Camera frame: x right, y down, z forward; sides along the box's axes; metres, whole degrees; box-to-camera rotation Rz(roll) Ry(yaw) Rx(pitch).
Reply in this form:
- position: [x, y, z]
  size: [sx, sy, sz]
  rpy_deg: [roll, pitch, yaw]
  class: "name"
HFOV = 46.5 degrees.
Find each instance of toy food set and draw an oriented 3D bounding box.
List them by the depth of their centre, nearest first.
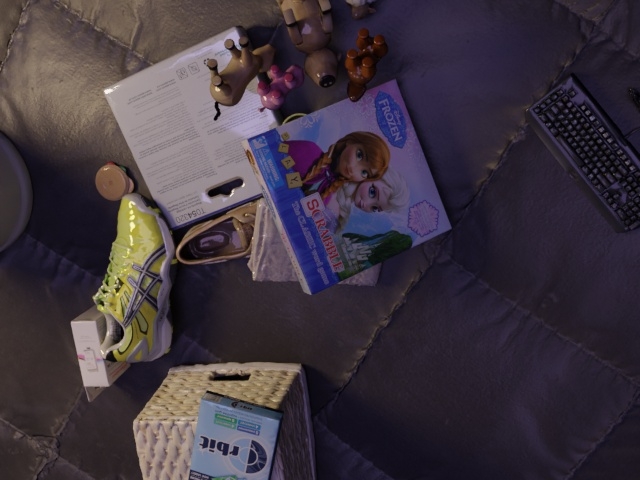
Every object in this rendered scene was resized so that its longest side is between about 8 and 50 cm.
- position: [-0.457, -0.129, 1.641]
  size: [0.083, 0.020, 0.082]
  rpy_deg: [-29, 96, 18]
  class: "toy food set"

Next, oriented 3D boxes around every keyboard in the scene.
- position: [0.556, -0.179, 1.397]
  size: [0.201, 0.033, 0.317]
  rpy_deg: [-39, 94, 19]
  class: "keyboard"

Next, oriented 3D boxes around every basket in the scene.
- position: [-0.198, 0.467, 1.615]
  size: [0.328, 0.266, 0.331]
  rpy_deg: [-3, 105, 12]
  class: "basket"

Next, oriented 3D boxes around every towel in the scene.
- position: [0.000, 0.000, 1.507]
  size: [0.282, 0.049, 0.187]
  rpy_deg: [4, 111, -17]
  class: "towel"

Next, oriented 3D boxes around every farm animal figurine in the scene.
- position: [-0.040, -0.370, 1.390]
  size: [0.330, 0.172, 0.327]
  rpy_deg: [-2, 76, 5]
  class: "farm animal figurine"

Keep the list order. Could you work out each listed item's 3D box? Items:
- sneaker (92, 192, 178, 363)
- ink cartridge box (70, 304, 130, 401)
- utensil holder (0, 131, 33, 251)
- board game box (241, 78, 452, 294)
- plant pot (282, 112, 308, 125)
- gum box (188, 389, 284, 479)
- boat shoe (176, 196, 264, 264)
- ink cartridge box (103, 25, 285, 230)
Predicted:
- position: [-0.403, 0.091, 1.600]
  size: [0.145, 0.147, 0.384]
  rpy_deg: [13, 108, 44]
  class: "sneaker"
- position: [-0.496, 0.257, 1.702]
  size: [0.067, 0.115, 0.198]
  rpy_deg: [-3, 105, 13]
  class: "ink cartridge box"
- position: [-0.856, -0.076, 1.553]
  size: [0.327, 0.385, 0.327]
  rpy_deg: [3, 105, 13]
  class: "utensil holder"
- position: [0.056, -0.104, 1.431]
  size: [0.318, 0.066, 0.318]
  rpy_deg: [-25, 100, -14]
  class: "board game box"
- position: [-0.030, -0.216, 1.492]
  size: [0.083, 0.079, 0.083]
  rpy_deg: [3, 105, 13]
  class: "plant pot"
- position: [-0.163, 0.394, 1.424]
  size: [0.157, 0.041, 0.184]
  rpy_deg: [14, 108, 7]
  class: "gum box"
- position: [-0.137, -0.020, 1.549]
  size: [0.341, 0.110, 0.121]
  rpy_deg: [-21, 99, 14]
  class: "boat shoe"
- position: [-0.239, -0.225, 1.543]
  size: [0.324, 0.071, 0.330]
  rpy_deg: [-19, 103, 17]
  class: "ink cartridge box"
